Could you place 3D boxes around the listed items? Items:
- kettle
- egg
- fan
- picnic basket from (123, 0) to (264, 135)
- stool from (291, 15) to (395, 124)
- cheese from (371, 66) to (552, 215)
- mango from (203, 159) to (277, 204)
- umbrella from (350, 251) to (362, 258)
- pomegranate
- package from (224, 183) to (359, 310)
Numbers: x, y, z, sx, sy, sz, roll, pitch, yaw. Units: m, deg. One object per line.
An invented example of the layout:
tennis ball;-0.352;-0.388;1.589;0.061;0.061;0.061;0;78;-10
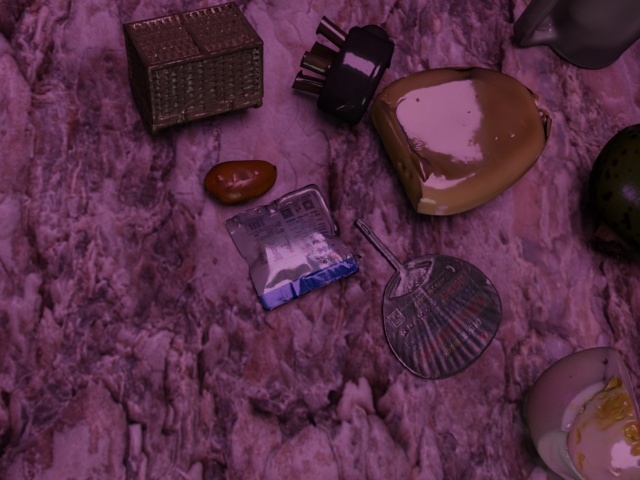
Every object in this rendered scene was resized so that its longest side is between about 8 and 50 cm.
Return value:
kettle;0.538;-0.460;1.627;0.205;0.318;0.265;41;67;1
egg;0.416;0.292;1.418;0.271;0.162;0.206;64;28;-23
fan;0.163;0.111;1.491;0.294;0.012;0.223;22;68;-7
picnic basket;-0.204;-0.272;1.448;0.196;0.154;0.134;-19;52;-20
stool;0.043;-0.298;1.543;0.139;0.153;0.228;26;24;-2
cheese;0.256;-0.192;1.550;0.316;0.128;0.259;-22;85;-16
mango;-0.127;-0.100;1.458;0.127;0.063;0.077;-13;67;-20
umbrella;0.001;-0.001;1.484;0.149;0.022;0.022;25;103;3
pomegranate;0.584;-0.074;1.559;0.254;0.254;0.270;37;104;0
package;-0.047;0.008;1.453;0.171;0.027;0.173;-22;76;-14
